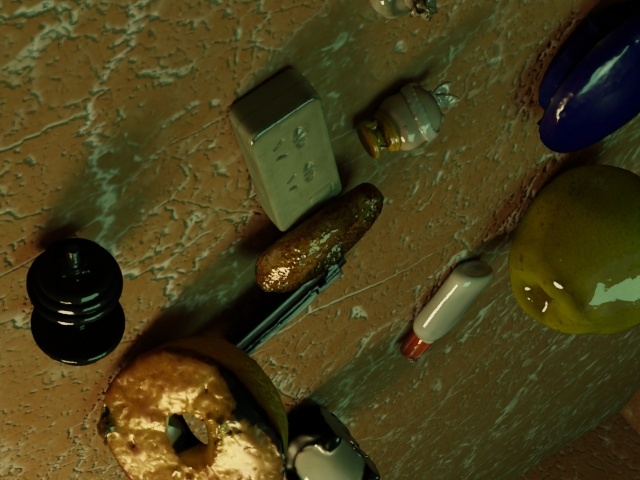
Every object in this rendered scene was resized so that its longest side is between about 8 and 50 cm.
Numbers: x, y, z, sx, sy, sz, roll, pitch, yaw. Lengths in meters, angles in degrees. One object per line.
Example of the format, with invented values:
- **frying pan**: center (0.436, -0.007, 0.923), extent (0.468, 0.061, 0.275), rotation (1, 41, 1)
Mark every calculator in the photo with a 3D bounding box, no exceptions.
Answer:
- **calculator**: center (-0.070, 0.117, 1.708), extent (0.274, 0.028, 0.166), rotation (-42, 177, 4)

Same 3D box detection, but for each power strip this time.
- **power strip**: center (-0.033, -0.085, 1.409), extent (0.093, 0.053, 0.288), rotation (-36, 156, -8)

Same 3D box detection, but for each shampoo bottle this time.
- **shampoo bottle**: center (0.211, 0.125, 2.164), extent (0.108, 0.051, 0.221), rotation (-14, 145, -51)

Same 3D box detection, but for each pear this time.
- **pear**: center (0.456, 0.016, 2.068), extent (0.294, 0.294, 0.294), rotation (-33, 156, -16)

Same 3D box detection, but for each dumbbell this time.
- **dumbbell**: center (-0.251, 0.065, 1.290), extent (0.099, 0.099, 0.208), rotation (-29, 155, -24)

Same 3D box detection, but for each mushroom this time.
- **mushroom**: center (0.091, -0.253, 1.255), extent (0.085, 0.079, 0.085), rotation (-30, 153, -17)

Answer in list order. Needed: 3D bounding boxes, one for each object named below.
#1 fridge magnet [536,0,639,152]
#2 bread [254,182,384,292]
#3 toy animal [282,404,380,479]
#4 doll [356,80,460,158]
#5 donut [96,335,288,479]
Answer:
- **fridge magnet**: center (0.403, -0.229, 1.734), extent (0.265, 0.113, 0.265), rotation (-32, 156, -16)
- **bread**: center (0.000, 0.000, 1.543), extent (0.193, 0.064, 0.193), rotation (-37, 176, -3)
- **toy animal**: center (-0.040, 0.420, 2.128), extent (0.267, 0.212, 0.212), rotation (-45, 158, -6)
- **doll**: center (0.105, -0.147, 1.499), extent (0.127, 0.073, 0.084), rotation (-30, -171, -12)
- **donut**: center (-0.154, 0.240, 1.582), extent (0.253, 0.253, 0.118), rotation (-51, 176, 24)
